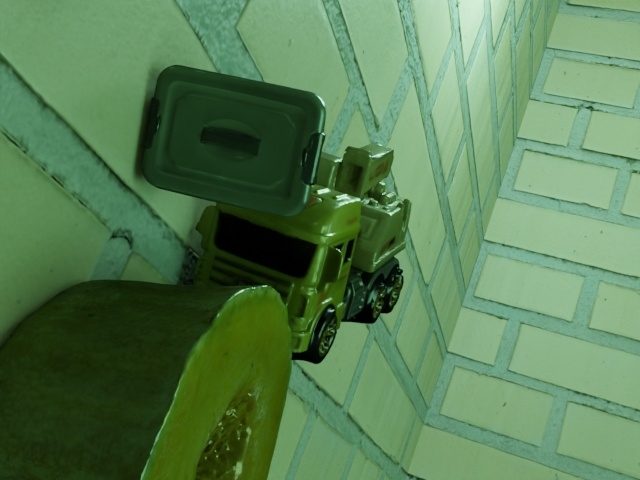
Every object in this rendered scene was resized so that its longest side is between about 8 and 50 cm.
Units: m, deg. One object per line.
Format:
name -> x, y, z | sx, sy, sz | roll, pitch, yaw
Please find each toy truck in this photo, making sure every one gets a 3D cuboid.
toy truck -> 0.000, 0.000, 1.017 | 0.405, 0.181, 0.253 | -22, 126, -66

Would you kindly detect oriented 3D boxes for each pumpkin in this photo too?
pumpkin -> -0.169, 0.178, 0.710 | 0.332, 0.199, 0.332 | 13, 90, -78

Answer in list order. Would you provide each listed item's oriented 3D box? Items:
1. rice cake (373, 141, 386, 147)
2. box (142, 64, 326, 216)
rice cake -> 0.070, -0.120, 1.326 | 0.207, 0.033, 0.033 | -48, 157, -53
box -> -0.079, -0.100, 0.775 | 0.093, 0.172, 0.123 | -49, 152, -79
